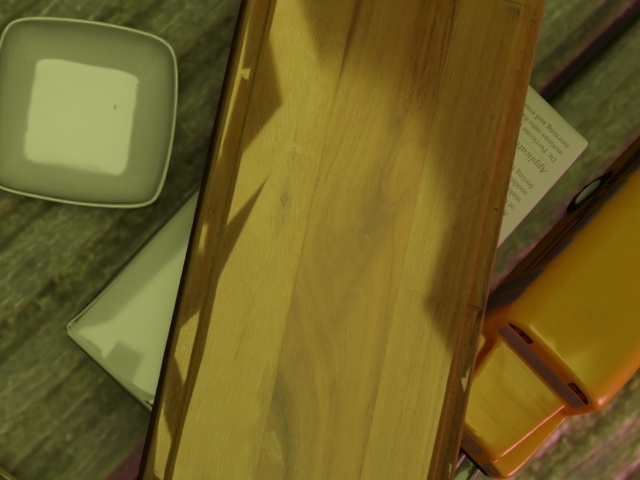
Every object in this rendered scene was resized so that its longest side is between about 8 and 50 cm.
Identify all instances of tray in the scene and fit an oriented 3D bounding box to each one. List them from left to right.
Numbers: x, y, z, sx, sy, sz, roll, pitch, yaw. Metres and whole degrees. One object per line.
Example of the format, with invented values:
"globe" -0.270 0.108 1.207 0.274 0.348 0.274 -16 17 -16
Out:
"tray" 0.014 0.007 1.034 0.203 0.076 0.411 13 84 -8

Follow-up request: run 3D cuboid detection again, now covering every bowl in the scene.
"bowl" -0.183 -0.096 1.170 0.142 0.053 0.142 7 85 -9

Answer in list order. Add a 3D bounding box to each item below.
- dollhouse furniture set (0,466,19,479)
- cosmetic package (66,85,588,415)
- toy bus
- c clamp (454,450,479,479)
"dollhouse furniture set" -0.344 0.196 1.122 0.182 0.101 0.161 39 56 -6
"cosmetic package" 0.000 0.000 1.147 0.197 0.155 0.365 45 81 -4
"toy bus" 0.223 0.034 1.189 0.108 0.130 0.332 47 72 -5
"c clamp" 0.084 0.137 1.221 0.137 0.022 0.161 41 81 -6
